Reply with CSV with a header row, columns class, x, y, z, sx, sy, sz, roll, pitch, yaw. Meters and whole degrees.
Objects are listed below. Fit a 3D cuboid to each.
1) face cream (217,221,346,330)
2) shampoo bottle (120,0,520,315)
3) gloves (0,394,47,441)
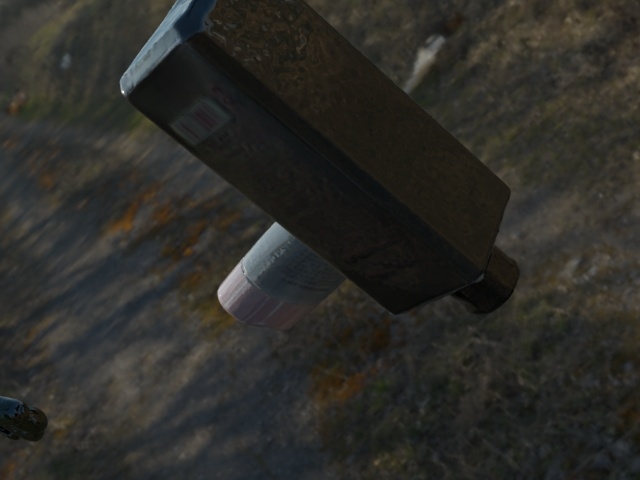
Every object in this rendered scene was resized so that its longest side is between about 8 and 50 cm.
class,x,y,z,sx,sy,sz,roll,pitch,yaw
face cream,0.000,0.000,0.770,0.198,0.084,0.057,-44,41,38
shampoo bottle,0.014,-0.044,0.541,0.080,0.246,0.079,-29,28,48
gloves,-0.427,0.214,1.095,0.268,0.107,0.135,-16,34,23
